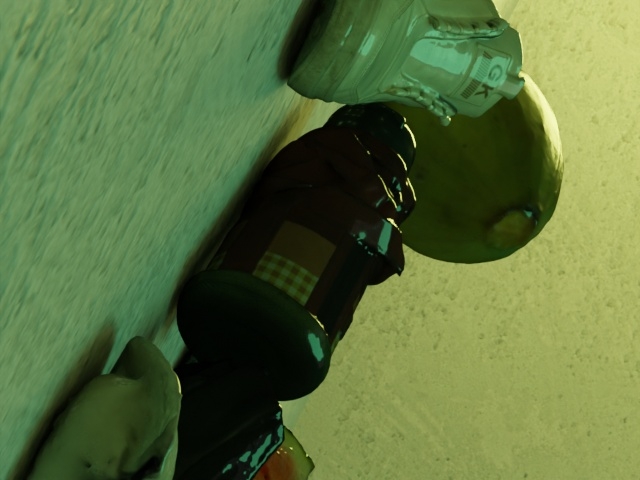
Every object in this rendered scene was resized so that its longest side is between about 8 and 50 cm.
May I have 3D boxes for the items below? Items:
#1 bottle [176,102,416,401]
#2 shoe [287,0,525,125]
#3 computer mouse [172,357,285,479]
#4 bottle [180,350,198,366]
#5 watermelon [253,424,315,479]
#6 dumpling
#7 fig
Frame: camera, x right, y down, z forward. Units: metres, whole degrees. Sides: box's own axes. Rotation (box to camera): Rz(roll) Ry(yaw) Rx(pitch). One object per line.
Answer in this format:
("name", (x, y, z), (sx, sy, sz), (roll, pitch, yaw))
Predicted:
("bottle", (0.000, 0.000, 1.356), (0.271, 0.143, 0.156), (-58, 174, -37))
("shoe", (0.083, -0.149, 1.282), (0.124, 0.159, 0.316), (-62, 178, 21))
("computer mouse", (-0.129, 0.178, 1.207), (0.147, 0.088, 0.264), (5, -132, 50))
("bottle", (-0.055, 0.079, 1.500), (0.330, 0.093, 0.093), (-61, 175, -1))
("watermelon", (-0.140, 0.280, 1.622), (0.128, 0.159, 0.303), (-27, -160, 37))
("dumpling", (-0.144, 0.148, 1.105), (0.150, 0.092, 0.176), (-76, -177, -49))
("fig", (0.168, -0.087, 1.870), (0.239, 0.239, 0.271), (-62, -145, 16))
